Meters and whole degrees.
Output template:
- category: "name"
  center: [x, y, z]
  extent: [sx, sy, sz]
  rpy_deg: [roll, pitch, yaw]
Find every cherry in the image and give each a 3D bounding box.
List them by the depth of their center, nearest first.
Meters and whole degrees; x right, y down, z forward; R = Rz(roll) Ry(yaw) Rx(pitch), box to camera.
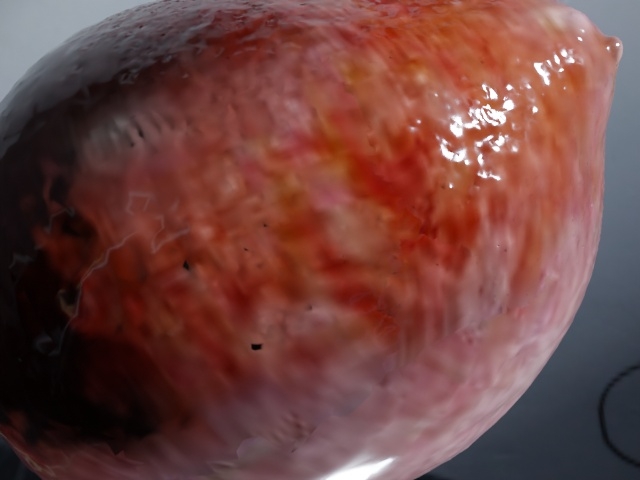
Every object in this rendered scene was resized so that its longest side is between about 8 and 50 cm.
- category: "cherry"
  center: [-0.007, 0.008, 0.508]
  extent: [0.239, 0.239, 0.206]
  rpy_deg: [6, 84, 0]
